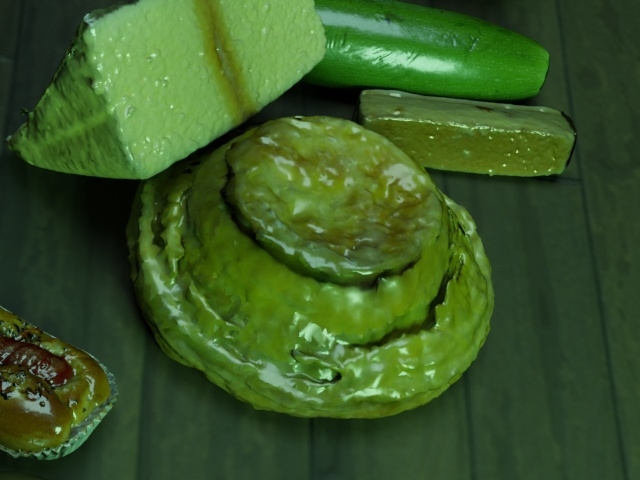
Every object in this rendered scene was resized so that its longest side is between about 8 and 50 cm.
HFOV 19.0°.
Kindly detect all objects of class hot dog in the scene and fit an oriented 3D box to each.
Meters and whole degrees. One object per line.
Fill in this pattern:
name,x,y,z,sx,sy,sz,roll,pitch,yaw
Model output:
hot dog,-0.234,0.083,1.326,0.191,0.059,0.108,29,44,11

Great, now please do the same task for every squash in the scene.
squash,0.058,-0.162,1.607,0.292,0.082,0.082,9,49,-11

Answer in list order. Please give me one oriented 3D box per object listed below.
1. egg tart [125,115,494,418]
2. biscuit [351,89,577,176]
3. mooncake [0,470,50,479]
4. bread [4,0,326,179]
egg tart,0.000,0.000,1.424,0.294,0.123,0.294,9,50,-11
biscuit,0.117,-0.091,1.586,0.188,0.052,0.056,5,38,-14
mooncake,-0.195,0.309,1.048,0.378,0.201,0.378,9,48,-11
bread,-0.136,-0.149,1.460,0.178,0.135,0.240,5,30,42
